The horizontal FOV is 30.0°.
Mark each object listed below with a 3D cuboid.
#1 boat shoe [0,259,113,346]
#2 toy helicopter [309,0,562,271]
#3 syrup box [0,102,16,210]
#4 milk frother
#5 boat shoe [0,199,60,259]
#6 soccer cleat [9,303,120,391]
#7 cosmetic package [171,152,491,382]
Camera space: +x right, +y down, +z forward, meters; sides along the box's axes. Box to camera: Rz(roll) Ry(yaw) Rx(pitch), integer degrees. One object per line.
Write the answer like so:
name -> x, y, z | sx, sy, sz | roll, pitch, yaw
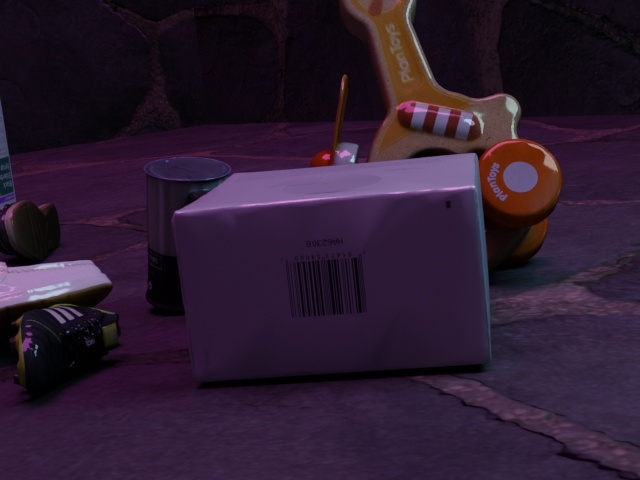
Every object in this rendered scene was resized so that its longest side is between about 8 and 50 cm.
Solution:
boat shoe -> -0.319, 0.044, 1.041 | 0.277, 0.096, 0.098 | -12, -22, -32
toy helicopter -> 0.080, -0.120, 1.197 | 0.235, 0.355, 0.140 | -16, -20, -2
syrup box -> -0.537, -0.126, 1.822 | 0.096, 0.236, 0.093 | -5, 10, 15
milk frother -> -0.092, -0.007, 1.161 | 0.129, 0.134, 0.143 | 20, 26, 40
boat shoe -> -0.396, -0.010, 1.563 | 0.073, 0.080, 0.223 | -11, 4, 1
soccer cleat -> -0.203, 0.079, 0.964 | 0.072, 0.060, 0.179 | -4, 7, 0
cosmetic package -> 0.021, 0.015, 0.966 | 0.224, 0.138, 0.224 | -4, 11, 9
